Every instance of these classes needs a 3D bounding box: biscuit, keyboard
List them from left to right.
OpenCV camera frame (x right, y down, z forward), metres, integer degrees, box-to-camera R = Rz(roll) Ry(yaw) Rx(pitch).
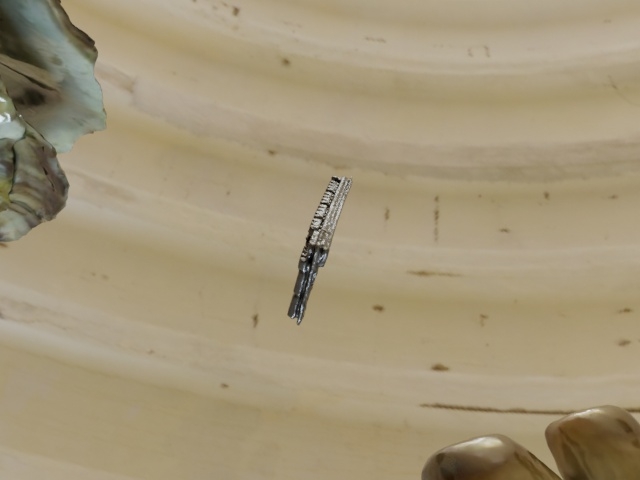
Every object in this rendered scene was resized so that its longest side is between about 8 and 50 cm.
[{"bbox_3d":[-0.001,0.000,0.746,0.231,0.023,0.072,-69,178,-71],"label":"keyboard"},{"bbox_3d":[0.223,0.271,0.651,0.062,0.237,0.290,-57,-134,48],"label":"biscuit"}]

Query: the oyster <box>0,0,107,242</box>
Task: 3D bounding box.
[{"bbox_3d":[-0.182,-0.122,0.265,0.162,0.351,0.158,-4,-117,9],"label":"oyster"}]
